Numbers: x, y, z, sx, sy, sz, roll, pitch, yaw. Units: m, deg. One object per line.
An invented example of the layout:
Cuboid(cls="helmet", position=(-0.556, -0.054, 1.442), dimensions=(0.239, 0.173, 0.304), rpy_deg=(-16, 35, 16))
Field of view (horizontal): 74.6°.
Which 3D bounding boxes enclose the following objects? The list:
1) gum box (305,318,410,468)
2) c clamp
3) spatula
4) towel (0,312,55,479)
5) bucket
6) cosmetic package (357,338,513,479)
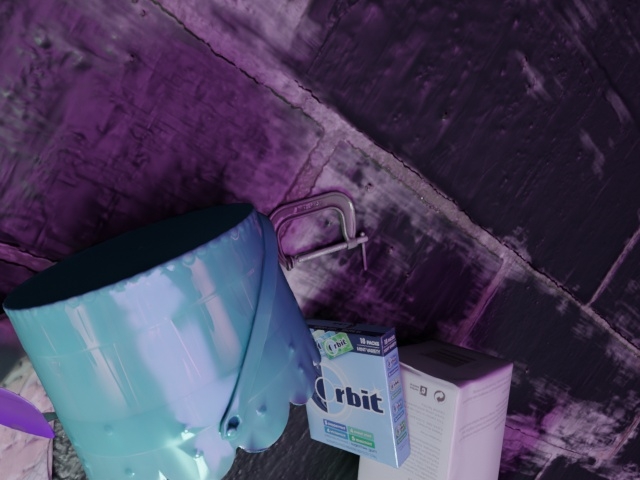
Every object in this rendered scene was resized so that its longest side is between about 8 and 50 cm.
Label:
Cuboid(cls="gum box", position=(0.043, 0.213, 0.611), dimensions=(0.041, 0.156, 0.185), rpy_deg=(-17, 100, -49))
Cuboid(cls="c clamp", position=(0.000, 0.000, 0.611), dimensions=(0.160, 0.022, 0.138), rpy_deg=(-12, 114, -20))
Cuboid(cls="spatula", position=(-0.292, 0.199, 0.462), dimensions=(0.084, 0.297, 0.031), rpy_deg=(16, 60, 3))
Cuboid(cls="towel", position=(-0.381, 0.251, 0.383), dimensions=(0.053, 0.332, 0.318), rpy_deg=(15, 107, 10))
Cuboid(cls="bucket", position=(-0.150, 0.085, 0.438), dimensions=(0.280, 0.281, 0.183), rpy_deg=(-22, 108, -15))
Cuboid(cls="cosmetic package", position=(0.178, 0.375, 0.676), dimensions=(0.217, 0.156, 0.386), rpy_deg=(7, 93, -47))
